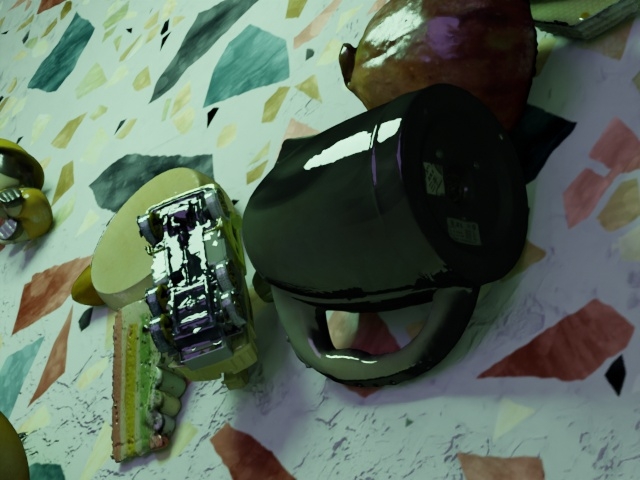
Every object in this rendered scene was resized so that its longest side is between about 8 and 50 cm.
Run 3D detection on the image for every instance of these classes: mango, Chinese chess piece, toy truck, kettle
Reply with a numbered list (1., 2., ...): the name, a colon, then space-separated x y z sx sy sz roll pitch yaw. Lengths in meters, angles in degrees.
1. mango: -0.359 0.065 1.919 0.114 0.060 0.080 -40 32 23
2. Chinese chess piece: -0.236 0.008 1.798 0.251 0.097 0.251 -30 38 27
3. toy truck: -0.150 0.068 1.566 0.124 0.157 0.272 -20 48 7
4. kettle: 0.053 0.010 1.378 0.324 0.228 0.321 -16 80 42

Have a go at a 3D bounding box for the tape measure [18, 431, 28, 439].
1. tape measure: -0.577 0.259 1.970 0.330 0.084 0.164 -3 60 50

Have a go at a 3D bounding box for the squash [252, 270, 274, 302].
1. squash: 0.000 0.000 1.557 0.229 0.066 0.066 -40 35 18

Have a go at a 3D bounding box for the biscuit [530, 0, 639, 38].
1. biscuit: 0.331 -0.345 1.512 0.147 0.046 0.250 -29 39 30

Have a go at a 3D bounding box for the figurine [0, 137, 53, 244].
1. figurine: -0.605 -0.096 2.279 0.167 0.192 0.257 -35 52 -24

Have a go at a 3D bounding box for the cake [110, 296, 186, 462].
1. cake: -0.232 0.198 1.663 0.109 0.090 0.225 -17 65 37

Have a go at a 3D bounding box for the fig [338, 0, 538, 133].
1. fig: 0.160 -0.223 1.458 0.263 0.224 0.224 -12 49 48

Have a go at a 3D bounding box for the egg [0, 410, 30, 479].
1. egg: -0.569 0.343 1.698 0.351 0.282 0.282 18 72 55
